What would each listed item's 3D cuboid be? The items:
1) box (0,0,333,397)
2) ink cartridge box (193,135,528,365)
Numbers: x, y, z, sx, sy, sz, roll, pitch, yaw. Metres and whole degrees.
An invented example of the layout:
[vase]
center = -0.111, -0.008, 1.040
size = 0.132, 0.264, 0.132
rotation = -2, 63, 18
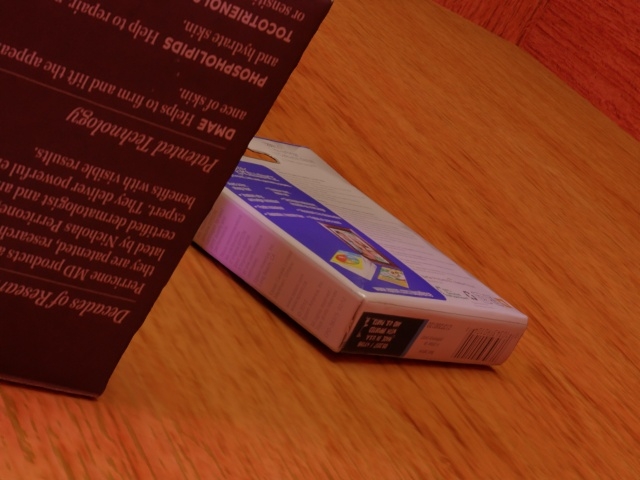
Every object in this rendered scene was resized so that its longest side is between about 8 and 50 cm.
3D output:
[box]
center = -0.139, -0.074, 0.738
size = 0.167, 0.203, 0.168
rotation = 17, 19, -47
[ink cartridge box]
center = 0.000, 0.000, 1.115
size = 0.208, 0.045, 0.206
rotation = 40, 16, 29
